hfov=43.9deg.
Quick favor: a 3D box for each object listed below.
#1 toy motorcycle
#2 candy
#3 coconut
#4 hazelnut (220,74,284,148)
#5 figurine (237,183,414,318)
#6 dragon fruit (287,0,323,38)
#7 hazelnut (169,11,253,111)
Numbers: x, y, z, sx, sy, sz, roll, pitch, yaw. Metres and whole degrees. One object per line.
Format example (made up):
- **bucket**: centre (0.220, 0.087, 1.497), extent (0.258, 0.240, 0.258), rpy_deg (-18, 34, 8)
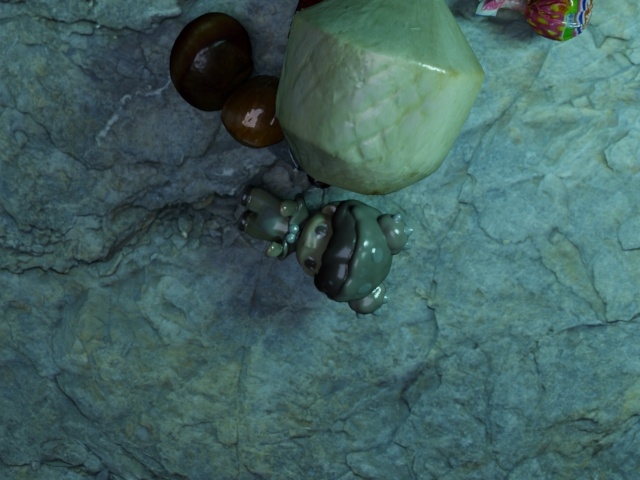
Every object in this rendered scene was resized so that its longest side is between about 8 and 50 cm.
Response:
- **toy motorcycle**: centre (-0.040, -0.209, 1.689), extent (0.215, 0.080, 0.122), rpy_deg (39, 119, 9)
- **candy**: centre (0.340, -0.473, 1.539), extent (0.366, 0.124, 0.124), rpy_deg (15, 112, 12)
- **coconut**: centre (0.115, -0.298, 1.495), extent (0.345, 0.415, 0.415), rpy_deg (29, 114, 23)
- **hazelnut**: centre (-0.130, -0.261, 1.596), extent (0.150, 0.150, 0.150), rpy_deg (3, 111, 8)
- **figurine**: centre (-0.001, 0.000, 1.714), extent (0.381, 0.203, 0.248), rpy_deg (23, 106, 12)
- **dragon fruit**: centre (0.005, -0.467, 1.593), extent (0.106, 0.083, 0.162), rpy_deg (17, 138, -8)
- **hazelnut**: centre (-0.232, -0.363, 1.624), extent (0.178, 0.178, 0.204), rpy_deg (17, 141, 2)
